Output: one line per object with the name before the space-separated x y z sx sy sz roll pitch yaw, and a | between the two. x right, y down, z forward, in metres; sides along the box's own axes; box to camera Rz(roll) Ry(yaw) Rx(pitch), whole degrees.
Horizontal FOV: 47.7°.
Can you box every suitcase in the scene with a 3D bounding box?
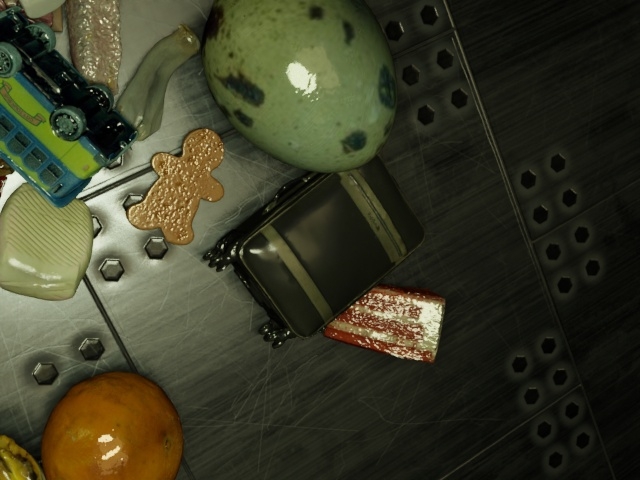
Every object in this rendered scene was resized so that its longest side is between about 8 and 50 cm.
suitcase | 0.000 0.000 1.535 0.434 0.194 0.283 -39 109 -15

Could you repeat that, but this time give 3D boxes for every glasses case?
glasses case | -0.571 -0.412 1.327 0.194 0.070 0.102 -6 99 -21

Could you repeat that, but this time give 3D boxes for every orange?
orange | -0.389 0.393 1.379 0.226 0.284 0.283 -12 103 19

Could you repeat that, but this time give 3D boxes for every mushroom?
mushroom | -0.327 -0.304 1.425 0.096 0.099 0.278 28 82 -27

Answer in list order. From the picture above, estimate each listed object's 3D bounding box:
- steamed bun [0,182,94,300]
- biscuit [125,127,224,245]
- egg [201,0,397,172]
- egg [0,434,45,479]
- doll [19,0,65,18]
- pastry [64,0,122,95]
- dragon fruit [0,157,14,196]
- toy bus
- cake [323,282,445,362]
steamed bun | -0.515 0.019 1.328 0.170 0.238 0.152 18 129 -25
biscuit | -0.282 -0.117 1.494 0.165 0.036 0.250 28 89 -23
egg | -0.032 -0.325 1.389 0.345 0.345 0.428 -40 84 -13
egg | -0.614 0.505 1.366 0.264 0.174 0.286 -28 82 1
doll | -0.513 -0.595 1.260 0.348 0.161 0.423 -1 72 -35
pastry | -0.425 -0.407 1.367 0.112 0.103 0.265 8 87 -39
dragon fruit | -0.636 -0.105 1.351 0.192 0.123 0.092 -64 151 -8
toy bus | -0.503 -0.235 1.290 0.190 0.152 0.312 -35 109 27
cake | 0.156 0.176 1.693 0.262 0.160 0.158 12 92 12
